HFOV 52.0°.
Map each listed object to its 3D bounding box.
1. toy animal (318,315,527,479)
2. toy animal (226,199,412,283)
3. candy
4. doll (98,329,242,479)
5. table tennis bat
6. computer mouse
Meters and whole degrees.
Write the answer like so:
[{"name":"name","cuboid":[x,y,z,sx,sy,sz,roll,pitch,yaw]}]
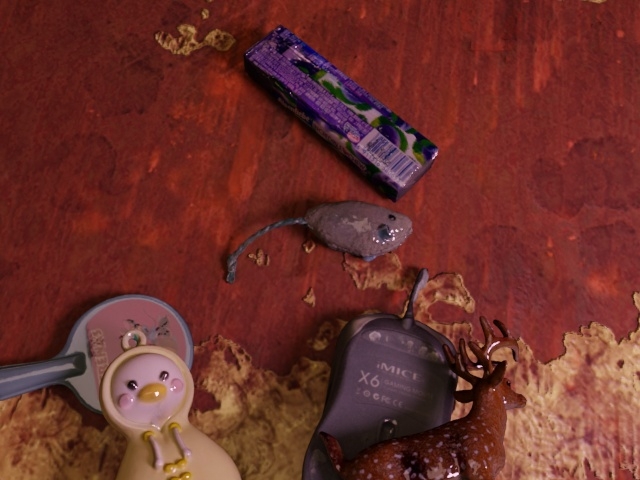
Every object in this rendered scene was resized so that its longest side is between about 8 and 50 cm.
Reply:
[{"name":"toy animal","cuboid":[0.130,0.204,0.659,0.243,0.087,0.260,-7,51,-13]},{"name":"toy animal","cuboid":[-0.005,-0.009,0.859,0.252,0.070,0.079,-8,52,0]},{"name":"candy","cuboid":[0.025,-0.184,0.932,0.088,0.061,0.312,-42,75,-17]},{"name":"doll","cuboid":[-0.171,0.235,0.719,0.141,0.117,0.296,-16,75,-20]},{"name":"table tennis bat","cuboid":[-0.279,0.151,0.811,0.244,0.040,0.153,-11,70,-9]},{"name":"computer mouse","cuboid":[0.082,0.193,0.770,0.167,0.090,0.379,21,55,0]}]
